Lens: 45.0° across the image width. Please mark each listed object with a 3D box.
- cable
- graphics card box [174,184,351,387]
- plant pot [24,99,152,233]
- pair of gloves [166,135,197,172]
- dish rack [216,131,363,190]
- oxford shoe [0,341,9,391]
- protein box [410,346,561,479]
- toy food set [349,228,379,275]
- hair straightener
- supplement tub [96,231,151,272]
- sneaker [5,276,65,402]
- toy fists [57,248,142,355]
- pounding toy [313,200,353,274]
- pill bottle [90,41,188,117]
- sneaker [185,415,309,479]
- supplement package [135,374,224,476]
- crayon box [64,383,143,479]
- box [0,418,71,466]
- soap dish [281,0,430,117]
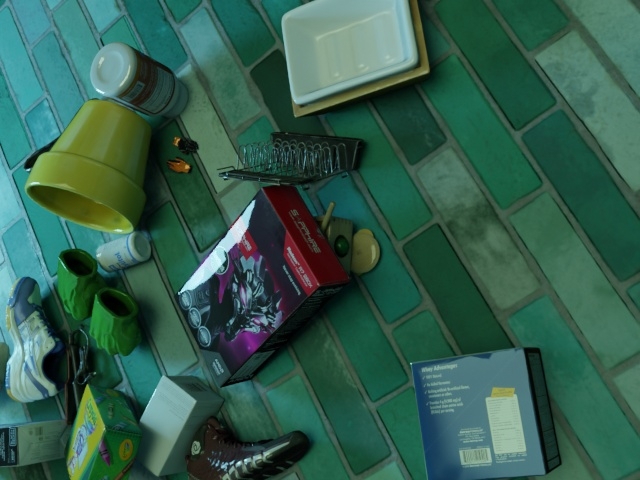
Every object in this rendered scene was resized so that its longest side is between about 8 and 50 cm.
[{"bbox_3d":[-0.629,-0.230,1.913,0.139,0.072,0.287,30,84,31],"label":"cable"},{"bbox_3d":[-0.127,0.094,1.513,0.371,0.094,0.233,-47,64,35],"label":"graphics card box"},{"bbox_3d":[-0.496,-0.172,1.730,0.253,0.254,0.239,6,69,27],"label":"plant pot"},{"bbox_3d":[-0.316,-0.194,1.762,0.074,0.010,0.083,18,87,29],"label":"pair of gloves"},{"bbox_3d":[-0.060,-0.155,1.493,0.208,0.271,0.074,8,107,28],"label":"dish rack"},{"bbox_3d":[-0.910,0.343,1.930,0.396,0.140,0.147,-12,46,29],"label":"oxford shoe"},{"bbox_3d":[0.280,0.294,1.311,0.199,0.136,0.201,-13,76,25],"label":"protein box"},{"bbox_3d":[0.079,0.025,1.521,0.082,0.020,0.083,-37,68,17],"label":"toy food set"},{"bbox_3d":[-0.546,0.306,1.783,0.089,0.047,0.231,-11,72,25],"label":"hair straightener"},{"bbox_3d":[-0.446,0.027,1.758,0.107,0.071,0.071,-20,73,23],"label":"supplement tub"},{"bbox_3d":[-0.662,0.229,1.830,0.130,0.112,0.297,-7,79,8],"label":"sneaker"},{"bbox_3d":[-0.498,0.143,1.734,0.279,0.096,0.142,39,129,25],"label":"toy fists"},{"bbox_3d":[0.000,0.000,1.503,0.141,0.100,0.130,-3,80,41],"label":"pounding toy"},{"bbox_3d":[-0.393,-0.346,1.710,0.121,0.216,0.121,-5,80,25],"label":"pill bottle"},{"bbox_3d":[-0.165,0.406,1.540,0.281,0.106,0.163,-32,58,12],"label":"sneaker"},{"bbox_3d":[-0.302,0.382,1.607,0.105,0.105,0.179,30,95,27],"label":"supplement package"},{"bbox_3d":[-0.458,0.424,1.611,0.278,0.081,0.165,19,90,65],"label":"crayon box"},{"bbox_3d":[-0.737,0.470,1.779,0.289,0.169,0.087,-9,80,24],"label":"box"},{"bbox_3d":[0.072,-0.384,1.538,0.290,0.118,0.229,-15,75,24],"label":"soap dish"}]
